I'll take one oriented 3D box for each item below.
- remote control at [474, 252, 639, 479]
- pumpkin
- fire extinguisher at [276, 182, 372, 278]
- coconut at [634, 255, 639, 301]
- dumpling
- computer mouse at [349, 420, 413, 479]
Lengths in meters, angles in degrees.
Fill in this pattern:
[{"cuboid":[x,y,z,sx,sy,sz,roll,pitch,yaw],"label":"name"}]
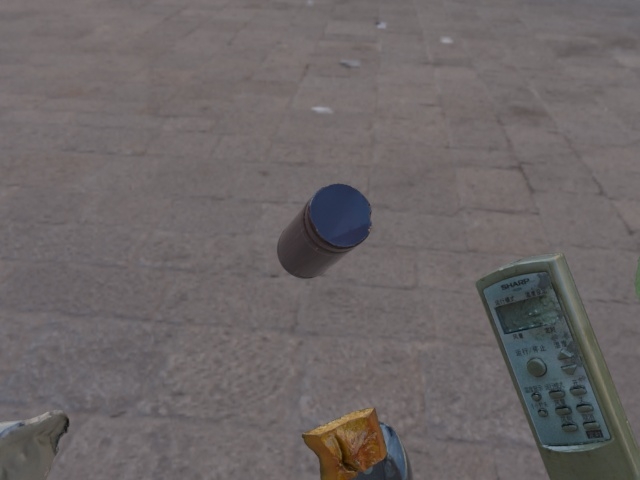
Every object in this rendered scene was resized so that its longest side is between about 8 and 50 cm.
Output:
[{"cuboid":[0.228,0.129,0.765,0.038,0.234,0.098,-18,-3,-44],"label":"remote control"},{"cuboid":[0.035,0.243,0.946,0.101,0.073,0.035,-21,8,-23],"label":"pumpkin"},{"cuboid":[0.000,0.000,1.461,0.135,0.115,0.337,7,-15,-15],"label":"fire extinguisher"},{"cuboid":[0.552,0.069,1.103,0.235,0.236,0.204,26,4,43],"label":"coconut"},{"cuboid":[-0.524,0.359,1.303,0.142,0.172,0.247,42,77,11],"label":"dumpling"},{"cuboid":[0.080,0.497,1.408,0.090,0.380,0.167,5,13,-46],"label":"computer mouse"}]
